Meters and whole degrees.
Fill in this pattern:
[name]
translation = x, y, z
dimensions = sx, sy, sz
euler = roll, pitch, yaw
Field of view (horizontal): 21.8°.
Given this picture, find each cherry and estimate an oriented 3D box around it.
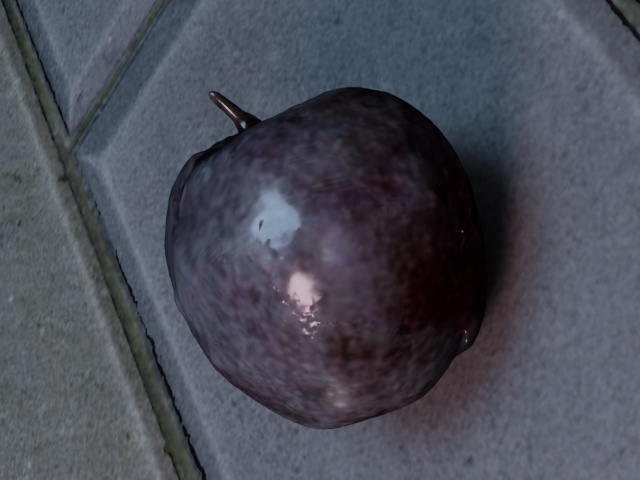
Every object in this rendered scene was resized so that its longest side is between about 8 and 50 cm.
[cherry]
translation = 0.001, 0.011, 0.931
dimensions = 0.195, 0.195, 0.195
euler = -23, 59, 47
